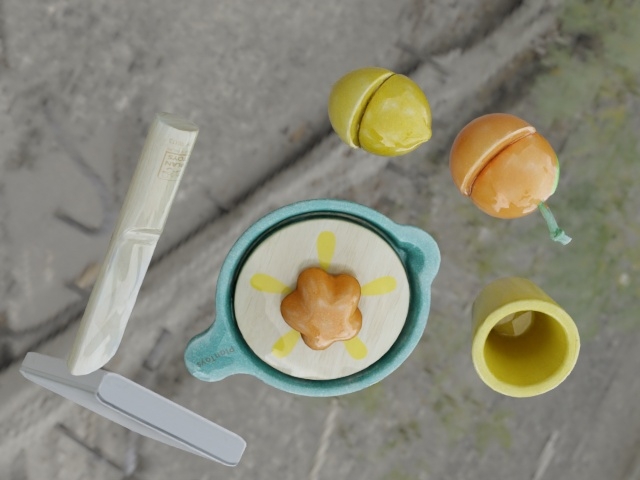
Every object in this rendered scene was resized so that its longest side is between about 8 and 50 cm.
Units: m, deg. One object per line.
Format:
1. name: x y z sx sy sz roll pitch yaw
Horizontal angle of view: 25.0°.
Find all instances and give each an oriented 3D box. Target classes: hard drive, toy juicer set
1. hard drive: -0.244 0.208 1.824 0.203 0.307 0.040 31 77 -25
2. toy juicer set: 0.000 0.000 0.894 0.089 0.329 0.209 -98 -172 -68
